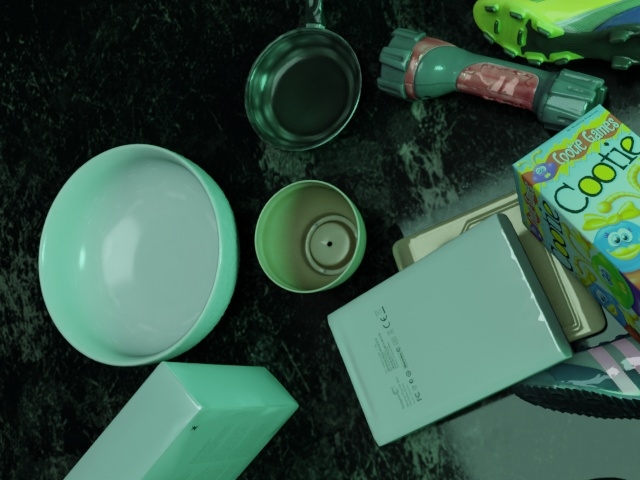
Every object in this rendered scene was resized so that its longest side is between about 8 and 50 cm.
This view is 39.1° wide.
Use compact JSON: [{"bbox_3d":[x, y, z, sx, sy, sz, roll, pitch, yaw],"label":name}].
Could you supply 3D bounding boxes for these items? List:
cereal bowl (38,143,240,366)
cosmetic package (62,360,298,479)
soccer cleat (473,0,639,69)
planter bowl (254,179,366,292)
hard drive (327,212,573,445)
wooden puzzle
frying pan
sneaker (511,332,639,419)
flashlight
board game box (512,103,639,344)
[{"bbox_3d":[-0.267,0.028,1.416,0.339,0.141,0.339,-4,80,22],"label":"cereal bowl"},{"bbox_3d":[-0.234,0.340,1.280,0.097,0.284,0.377,44,99,22],"label":"cosmetic package"},{"bbox_3d":[0.356,-0.305,1.245,0.289,0.093,0.121,16,58,29],"label":"soccer cleat"},{"bbox_3d":[0.000,0.000,1.324,0.162,0.109,0.162,-3,82,23],"label":"planter bowl"},{"bbox_3d":[0.161,0.126,1.211,0.307,0.040,0.203,-34,68,32],"label":"hard drive"},{"bbox_3d":[0.243,0.061,1.253,0.238,0.044,0.221,-22,74,14],"label":"wooden puzzle"},{"bbox_3d":[-0.038,-0.293,1.414,0.197,0.053,0.326,-17,74,20],"label":"frying pan"},{"bbox_3d":[0.406,0.154,1.149,0.319,0.112,0.131,-3,61,22],"label":"sneaker"},{"bbox_3d":[0.232,-0.217,1.261,0.304,0.103,0.103,21,93,25],"label":"flashlight"},{"bbox_3d":[0.378,-0.008,1.095,0.144,0.142,0.275,-35,55,-4],"label":"board game box"}]
